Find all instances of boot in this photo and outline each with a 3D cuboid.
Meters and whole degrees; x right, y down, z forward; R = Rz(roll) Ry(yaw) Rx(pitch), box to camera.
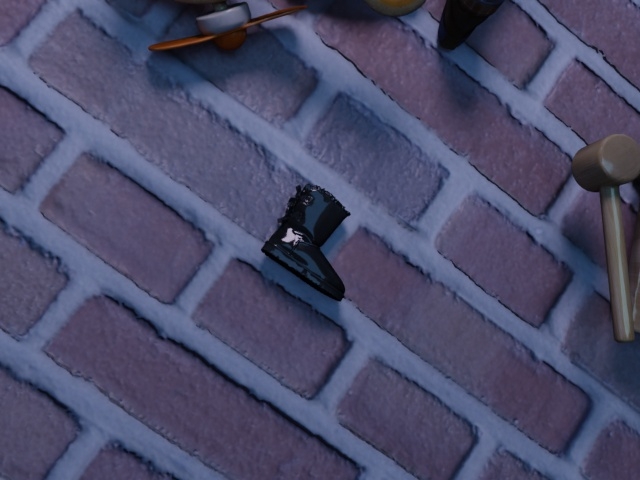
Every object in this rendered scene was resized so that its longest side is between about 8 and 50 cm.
[{"bbox_3d":[0.193,-0.341,0.767,0.082,0.106,0.219,24,66,-6],"label":"boot"},{"bbox_3d":[0.000,0.000,0.724,0.121,0.045,0.099,36,77,-7],"label":"boot"}]

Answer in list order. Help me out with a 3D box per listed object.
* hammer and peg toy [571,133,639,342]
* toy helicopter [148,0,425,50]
[{"bbox_3d":[0.458,0.007,0.776,0.361,0.127,0.266,11,86,-11],"label":"hammer and peg toy"},{"bbox_3d":[-0.057,-0.297,0.659,0.355,0.140,0.235,15,119,3],"label":"toy helicopter"}]
